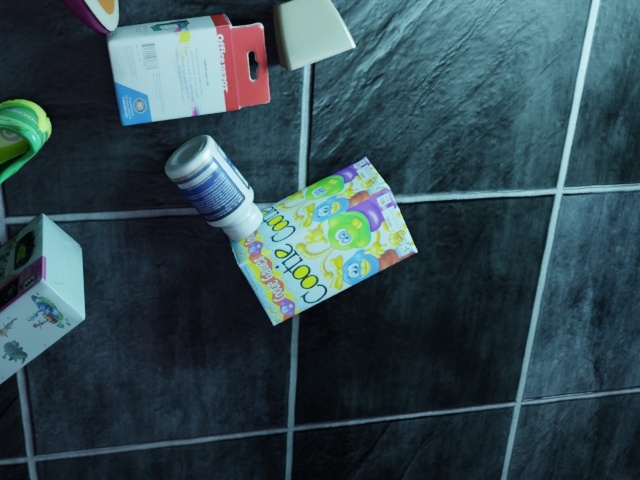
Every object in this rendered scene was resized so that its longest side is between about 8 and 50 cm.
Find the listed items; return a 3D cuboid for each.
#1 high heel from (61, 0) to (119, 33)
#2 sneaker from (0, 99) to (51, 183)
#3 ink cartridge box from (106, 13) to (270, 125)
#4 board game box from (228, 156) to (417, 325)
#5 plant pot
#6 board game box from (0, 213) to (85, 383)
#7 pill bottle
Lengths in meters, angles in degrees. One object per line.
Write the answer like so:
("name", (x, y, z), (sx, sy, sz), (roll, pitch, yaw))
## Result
("high heel", (-0.429, -0.435, 1.196), (0.181, 0.127, 0.377), (-10, 127, 22))
("sneaker", (-0.544, -0.116, 1.298), (0.296, 0.123, 0.109), (-28, 121, 2))
("ink cartridge box", (-0.201, -0.265, 1.339), (0.231, 0.078, 0.134), (-9, 120, -10))
("board game box", (0.000, 0.000, 1.496), (0.275, 0.142, 0.144), (-27, 121, 0))
("plant pot", (-0.020, -0.329, 1.346), (0.109, 0.109, 0.096), (-21, 107, -4))
("board game box", (-0.518, 0.125, 1.374), (0.303, 0.224, 0.097), (-39, 121, 6))
("pill bottle", (-0.170, -0.082, 1.435), (0.094, 0.094, 0.169), (-35, 120, 4))
